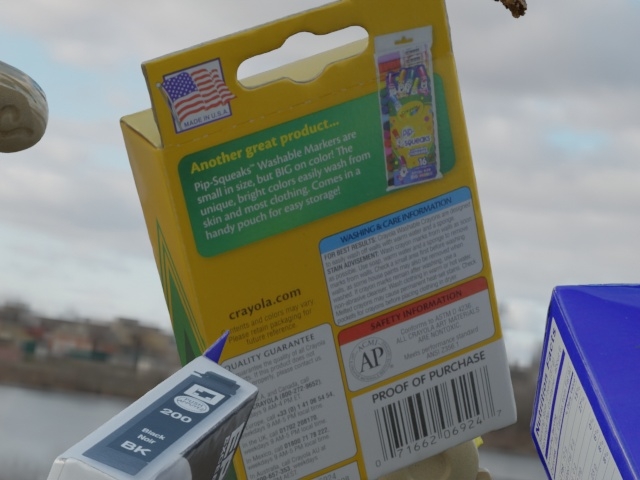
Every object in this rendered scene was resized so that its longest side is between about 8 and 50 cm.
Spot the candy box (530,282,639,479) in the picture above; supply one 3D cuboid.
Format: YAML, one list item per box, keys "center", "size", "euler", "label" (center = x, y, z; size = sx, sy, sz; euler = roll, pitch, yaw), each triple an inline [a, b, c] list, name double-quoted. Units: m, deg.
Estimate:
- center: [0.277, 0.156, 0.892]
  size: [0.268, 0.122, 0.317]
  euler: [-1, 38, -11]
  label: "candy box"

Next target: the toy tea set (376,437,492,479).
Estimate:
- center: [0.073, 0.284, 1.485]
  size: [0.200, 0.336, 0.124]
  euler: [-21, 16, 2]
  label: "toy tea set"

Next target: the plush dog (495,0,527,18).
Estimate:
- center: [0.225, -0.350, 1.981]
  size: [0.225, 0.210, 0.262]
  euler: [-17, -26, -48]
  label: "plush dog"

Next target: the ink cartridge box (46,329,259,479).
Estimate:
- center: [-0.093, 0.158, 0.784]
  size: [0.045, 0.206, 0.208]
  euler: [25, 17, 9]
  label: "ink cartridge box"

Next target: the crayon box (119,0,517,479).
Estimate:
- center: [0.000, 0.000, 1.119]
  size: [0.203, 0.322, 0.083]
  euler: [-20, 25, -19]
  label: "crayon box"

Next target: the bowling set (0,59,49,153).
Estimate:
- center: [-0.337, -0.050, 1.128]
  size: [0.200, 0.287, 0.154]
  euler: [37, 2, 38]
  label: "bowling set"
